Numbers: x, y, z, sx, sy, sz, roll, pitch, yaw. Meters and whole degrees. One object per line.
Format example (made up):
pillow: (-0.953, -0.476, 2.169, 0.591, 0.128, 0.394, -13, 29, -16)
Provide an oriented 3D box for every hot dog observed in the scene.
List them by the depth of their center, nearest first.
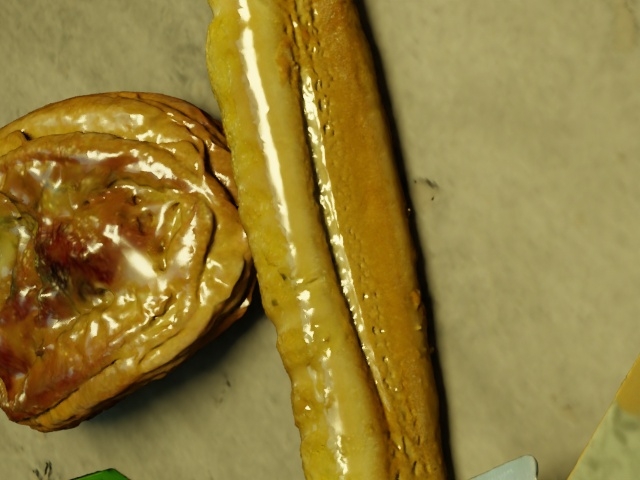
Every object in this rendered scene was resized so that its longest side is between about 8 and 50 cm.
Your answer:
hot dog: (0.001, 0.000, 0.731, 0.061, 0.088, 0.285, -14, 83, 48)
hot dog: (-0.126, 0.015, 0.841, 0.227, 0.099, 0.160, -39, 69, 41)

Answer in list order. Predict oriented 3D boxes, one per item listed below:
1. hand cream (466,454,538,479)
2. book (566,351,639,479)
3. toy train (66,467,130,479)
hand cream: (0.105, 0.217, 0.643, 0.088, 0.055, 0.256, -42, 61, 54)
book: (0.198, 0.144, 0.566, 0.269, 0.032, 0.389, 45, 131, 31)
toy train: (-0.138, 0.236, 0.914, 0.042, 0.044, 0.209, 24, 112, 37)
